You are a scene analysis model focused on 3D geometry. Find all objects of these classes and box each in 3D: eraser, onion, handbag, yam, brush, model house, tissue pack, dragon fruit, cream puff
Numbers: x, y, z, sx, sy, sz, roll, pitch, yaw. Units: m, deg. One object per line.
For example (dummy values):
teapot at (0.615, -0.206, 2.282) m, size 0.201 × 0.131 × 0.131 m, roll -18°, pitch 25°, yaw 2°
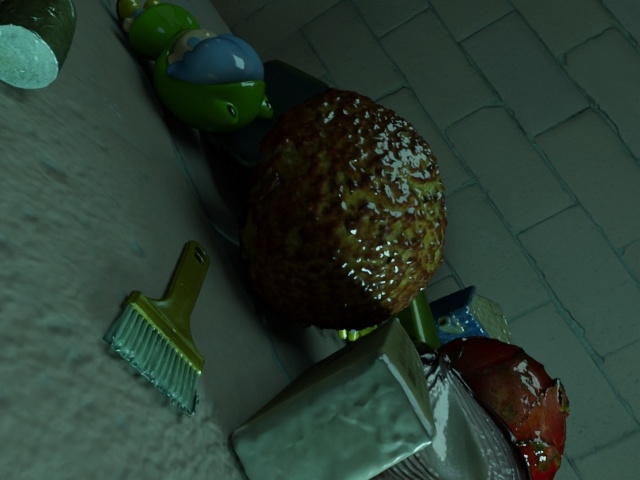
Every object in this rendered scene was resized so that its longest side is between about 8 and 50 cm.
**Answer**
eraser at (0.037, 0.156, 0.481) m, size 0.078 × 0.144 × 0.343 m, roll 59°, pitch 6°, yaw 10°
onion at (0.161, 0.277, 0.641) m, size 0.227 × 0.120 × 0.283 m, roll 22°, pitch 31°, yaw 2°
handbag at (-0.047, -0.159, 0.810) m, size 0.263 × 0.222 × 0.241 m, roll 46°, pitch -5°, yaw 40°
yam at (-0.225, -0.167, 0.354) m, size 0.054 × 0.054 × 0.132 m, roll 52°, pitch 10°, yaw -45°
brush at (-0.119, 0.048, 0.380) m, size 0.082 × 0.010 × 0.218 m, roll 56°, pitch 7°, yaw -22°
model house at (0.453, 0.427, 1.600) m, size 0.400 × 0.395 × 0.444 m, roll 29°, pitch 45°, yaw -45°
tissue pack at (0.157, 0.154, 1.016) m, size 0.200 × 0.168 × 0.274 m, roll 47°, pitch 26°, yaw -50°
dragon fruit at (0.288, 0.327, 0.808) m, size 0.296 × 0.301 × 0.295 m, roll 36°, pitch -26°, yaw 20°
cream puff at (0.049, -0.022, 0.609) m, size 0.229 × 0.350 × 0.350 m, roll 23°, pitch -20°, yaw 41°

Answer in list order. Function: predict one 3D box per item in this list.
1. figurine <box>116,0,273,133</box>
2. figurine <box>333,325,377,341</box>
figurine at (-0.188, -0.264, 0.666) m, size 0.263 × 0.143 × 0.162 m, roll 43°, pitch 32°, yaw 11°
figurine at (0.043, 0.107, 0.820) m, size 0.109 × 0.129 × 0.178 m, roll 14°, pitch -17°, yaw 39°
